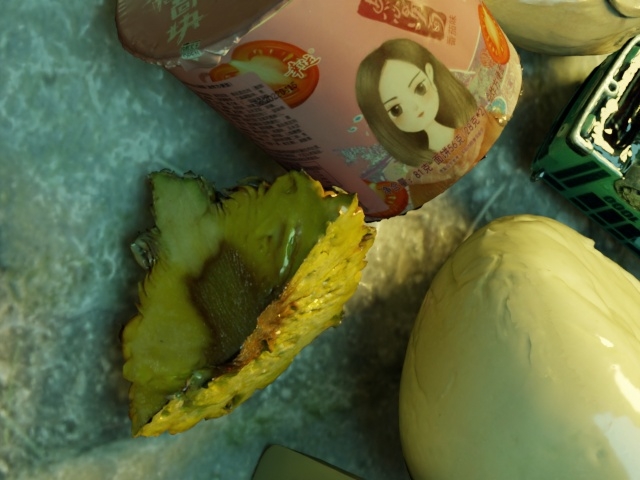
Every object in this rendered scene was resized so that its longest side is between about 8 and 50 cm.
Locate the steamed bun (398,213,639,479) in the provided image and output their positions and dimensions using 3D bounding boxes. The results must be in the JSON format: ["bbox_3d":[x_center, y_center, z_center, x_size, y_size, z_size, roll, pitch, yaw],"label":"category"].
[{"bbox_3d":[0.185,0.158,1.499,0.233,0.312,0.334,-44,81,18],"label":"steamed bun"}]

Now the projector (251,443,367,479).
[{"bbox_3d":[-0.003,0.305,1.445,0.079,0.259,0.257,24,85,-31],"label":"projector"}]

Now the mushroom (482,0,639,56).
[{"bbox_3d":[0.192,-0.206,1.581,0.247,0.096,0.108,-2,123,-27],"label":"mushroom"}]

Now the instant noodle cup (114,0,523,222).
[{"bbox_3d":[0.011,-0.155,1.410,0.231,0.243,0.243,45,75,-33],"label":"instant noodle cup"}]

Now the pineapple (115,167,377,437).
[{"bbox_3d":[-0.069,0.027,1.463,0.250,0.164,0.140,-55,151,12],"label":"pineapple"}]

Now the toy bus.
[{"bbox_3d":[0.307,-0.044,1.613,0.256,0.147,0.128,38,72,-11],"label":"toy bus"}]
